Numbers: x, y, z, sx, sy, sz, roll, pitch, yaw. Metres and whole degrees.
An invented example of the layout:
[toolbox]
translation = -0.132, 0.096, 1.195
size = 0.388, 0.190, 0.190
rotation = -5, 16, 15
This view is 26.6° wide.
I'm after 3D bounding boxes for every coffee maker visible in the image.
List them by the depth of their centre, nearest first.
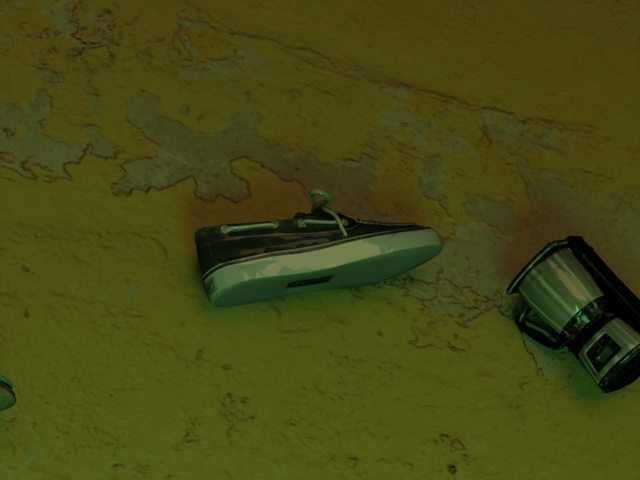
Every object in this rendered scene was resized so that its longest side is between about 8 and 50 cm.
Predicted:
[coffee maker]
translation = 0.347, 0.086, 1.678
size = 0.171, 0.120, 0.178
rotation = -23, 63, -37

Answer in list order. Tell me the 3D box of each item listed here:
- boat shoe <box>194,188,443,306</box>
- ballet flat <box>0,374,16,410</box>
[boat shoe]
translation = -0.002, 0.002, 1.612
size = 0.306, 0.113, 0.105
rotation = -11, 70, -19
[ballet flat]
translation = -0.460, 0.149, 1.318
size = 0.315, 0.107, 0.106
rotation = 15, 67, -3
